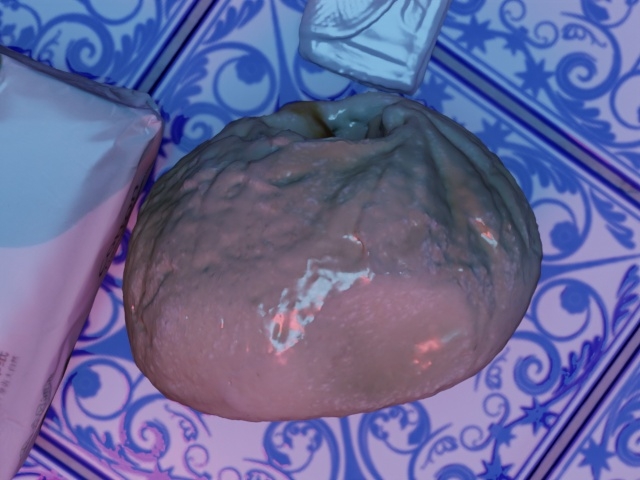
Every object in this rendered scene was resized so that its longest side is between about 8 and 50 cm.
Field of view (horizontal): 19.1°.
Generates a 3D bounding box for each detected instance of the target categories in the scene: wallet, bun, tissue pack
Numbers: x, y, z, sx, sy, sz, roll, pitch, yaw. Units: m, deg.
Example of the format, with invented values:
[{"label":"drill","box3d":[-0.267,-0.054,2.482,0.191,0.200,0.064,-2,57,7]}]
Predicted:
[{"label":"wallet","box3d":[0.060,-0.230,1.704,0.124,0.032,0.183,21,93,-5]},{"label":"bun","box3d":[0.000,0.000,1.583,0.349,0.352,0.227,-21,109,-36]},{"label":"tissue pack","box3d":[-0.315,0.000,1.634,0.266,0.194,0.357,22,94,-4]}]
